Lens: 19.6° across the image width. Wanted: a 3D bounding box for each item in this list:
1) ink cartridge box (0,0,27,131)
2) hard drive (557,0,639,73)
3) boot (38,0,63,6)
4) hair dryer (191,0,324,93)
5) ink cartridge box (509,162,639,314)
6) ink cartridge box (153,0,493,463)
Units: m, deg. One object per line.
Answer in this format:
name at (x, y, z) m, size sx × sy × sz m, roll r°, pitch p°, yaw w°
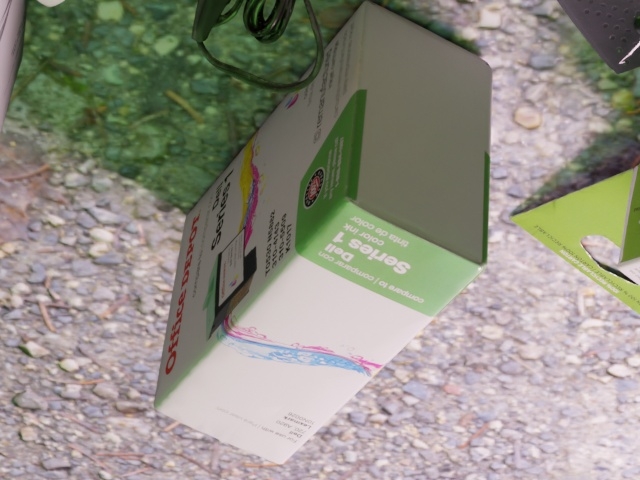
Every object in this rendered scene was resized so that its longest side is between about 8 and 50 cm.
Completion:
ink cartridge box at (-0.298, -0.201, 1.201) m, size 0.211 × 0.122 × 0.289 m, roll 9°, pitch 137°, yaw -3°
hard drive at (0.207, -0.228, 1.175) m, size 0.172 × 0.054 × 0.255 m, roll -19°, pitch 132°, yaw 24°
boot at (-0.155, -0.238, 1.194) m, size 0.086 × 0.069 × 0.190 m, roll 31°, pitch 122°, yaw -25°
hair dryer at (-0.019, -0.226, 1.140) m, size 0.223 × 0.080 × 0.293 m, roll -33°, pitch 126°, yaw 4°
ink cartridge box at (0.286, 0.027, 1.379) m, size 0.189 × 0.097 × 0.255 m, roll 34°, pitch 144°, yaw -28°
ink cartridge box at (0.000, 0.000, 1.333) m, size 0.117 × 0.201 × 0.278 m, roll 25°, pitch 135°, yaw -19°
